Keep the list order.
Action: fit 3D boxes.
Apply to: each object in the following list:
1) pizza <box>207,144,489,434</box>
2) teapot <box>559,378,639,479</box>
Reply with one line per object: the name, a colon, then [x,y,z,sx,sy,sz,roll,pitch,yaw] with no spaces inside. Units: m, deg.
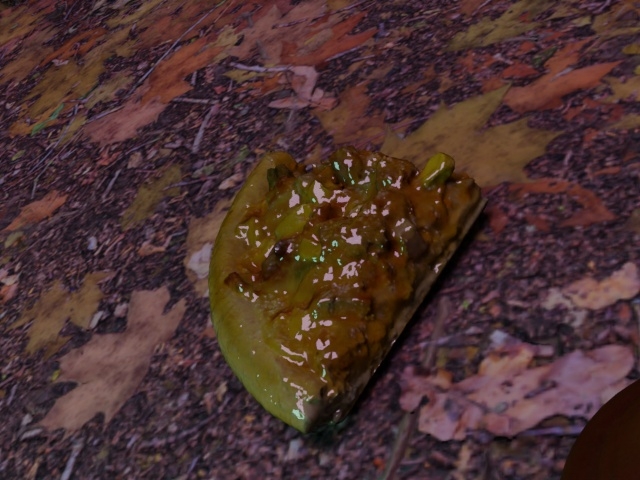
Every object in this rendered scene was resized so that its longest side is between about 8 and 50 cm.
pizza: [-0.025,0.023,0.719,0.258,0.087,0.268,6,52,46]
teapot: [0.174,0.132,0.380,0.252,0.135,0.178,-35,31,-5]
